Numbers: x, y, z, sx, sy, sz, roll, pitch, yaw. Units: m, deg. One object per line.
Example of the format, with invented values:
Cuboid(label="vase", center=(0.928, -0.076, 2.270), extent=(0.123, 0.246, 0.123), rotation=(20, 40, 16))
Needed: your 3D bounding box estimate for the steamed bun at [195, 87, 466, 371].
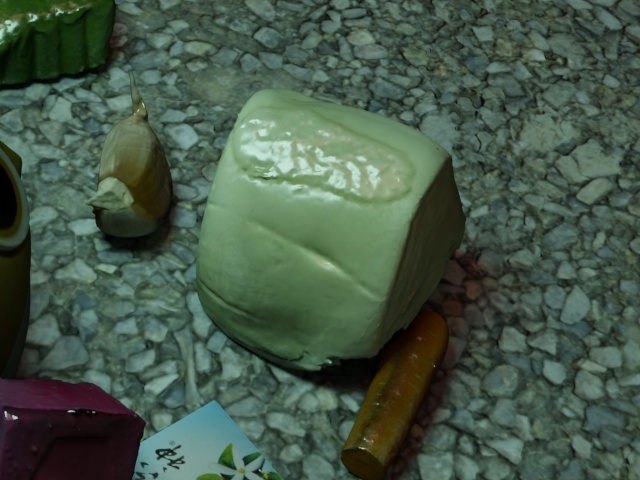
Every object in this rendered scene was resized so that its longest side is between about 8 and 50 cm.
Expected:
Cuboid(label="steamed bun", center=(0.000, 0.000, 1.525), extent=(0.290, 0.273, 0.272), rotation=(10, 62, 14))

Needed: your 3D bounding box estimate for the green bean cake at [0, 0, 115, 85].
Cuboid(label="green bean cake", center=(-0.392, -0.316, 1.795), extent=(0.222, 0.125, 0.248), rotation=(-15, 51, -19))

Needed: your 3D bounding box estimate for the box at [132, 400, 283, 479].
Cuboid(label="box", center=(-0.097, 0.288, 1.350), extent=(0.142, 0.083, 0.232), rotation=(-28, 61, -28))

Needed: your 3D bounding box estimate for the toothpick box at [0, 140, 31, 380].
Cuboid(label="toothpick box", center=(-0.469, 0.018, 1.287), extent=(0.409, 0.425, 0.409), rotation=(5, 50, -6))

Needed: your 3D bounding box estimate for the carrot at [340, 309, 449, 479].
Cuboid(label="carrot", center=(0.088, 0.161, 1.506), extent=(0.067, 0.067, 0.225), rotation=(22, 51, 8))

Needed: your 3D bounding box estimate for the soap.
Cuboid(label="soap", center=(-0.265, 0.256, 1.256), extent=(0.162, 0.250, 0.099), rotation=(5, 13, -45))

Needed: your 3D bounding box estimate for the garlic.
Cuboid(label="garlic", center=(-0.224, -0.091, 1.623), extent=(0.090, 0.128, 0.198), rotation=(0, 51, 11))
